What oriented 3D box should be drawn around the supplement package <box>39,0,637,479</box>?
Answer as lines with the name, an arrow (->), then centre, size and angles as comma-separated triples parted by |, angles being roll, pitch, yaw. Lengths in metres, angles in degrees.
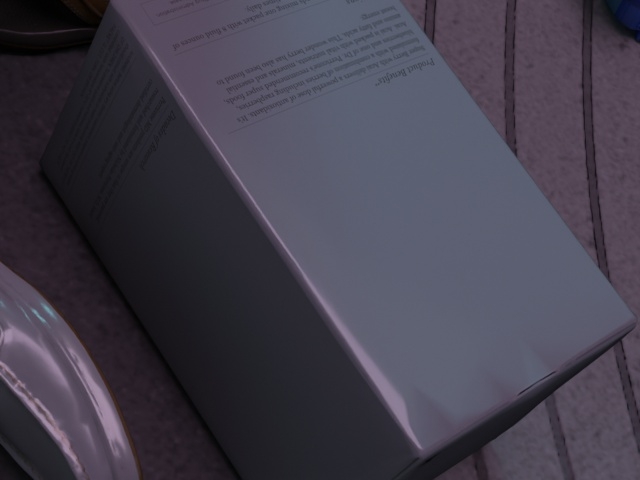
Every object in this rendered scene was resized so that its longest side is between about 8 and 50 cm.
supplement package -> 0.000, 0.000, 0.851 | 0.177, 0.175, 0.293 | -25, 74, -35

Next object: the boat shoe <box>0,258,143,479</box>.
boat shoe -> -0.203, 0.053, 0.782 | 0.096, 0.098, 0.277 | -30, 68, -34

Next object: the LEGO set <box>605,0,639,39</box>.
LEGO set -> 0.316, -0.181, 1.156 | 0.227, 0.087, 0.093 | 3, 45, -23

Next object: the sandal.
sandal -> -0.144, -0.162, 0.953 | 0.219, 0.060, 0.090 | 10, 58, -18
